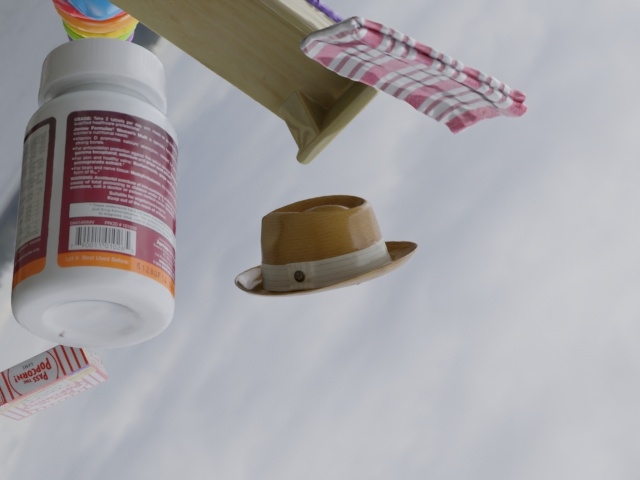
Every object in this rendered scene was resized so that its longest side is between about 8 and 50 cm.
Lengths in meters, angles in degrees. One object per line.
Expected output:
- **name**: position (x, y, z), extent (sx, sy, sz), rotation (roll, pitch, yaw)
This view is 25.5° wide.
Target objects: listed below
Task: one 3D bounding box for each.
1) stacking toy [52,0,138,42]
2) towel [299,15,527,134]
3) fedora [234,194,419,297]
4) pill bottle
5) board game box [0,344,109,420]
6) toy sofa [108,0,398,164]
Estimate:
- **stacking toy**: position (-0.342, -0.350, 2.196), extent (0.166, 0.175, 0.302), rotation (-40, 164, -23)
- **towel**: position (0.086, -0.157, 1.356), extent (0.144, 0.197, 0.029), rotation (-7, -119, 70)
- **fedora**: position (0.000, 0.000, 1.436), extent (0.194, 0.079, 0.194), rotation (-12, -170, 2)
- **pill bottle**: position (-0.170, -0.038, 1.090), extent (0.121, 0.121, 0.221), rotation (-42, -138, 51)
- **board game box**: position (-0.382, 0.195, 1.971), extent (0.147, 0.045, 0.193), rotation (-25, 170, -4)
- **toy sofa**: position (-0.096, -0.266, 1.548), extent (0.150, 0.363, 0.177), rotation (-44, -161, 39)
